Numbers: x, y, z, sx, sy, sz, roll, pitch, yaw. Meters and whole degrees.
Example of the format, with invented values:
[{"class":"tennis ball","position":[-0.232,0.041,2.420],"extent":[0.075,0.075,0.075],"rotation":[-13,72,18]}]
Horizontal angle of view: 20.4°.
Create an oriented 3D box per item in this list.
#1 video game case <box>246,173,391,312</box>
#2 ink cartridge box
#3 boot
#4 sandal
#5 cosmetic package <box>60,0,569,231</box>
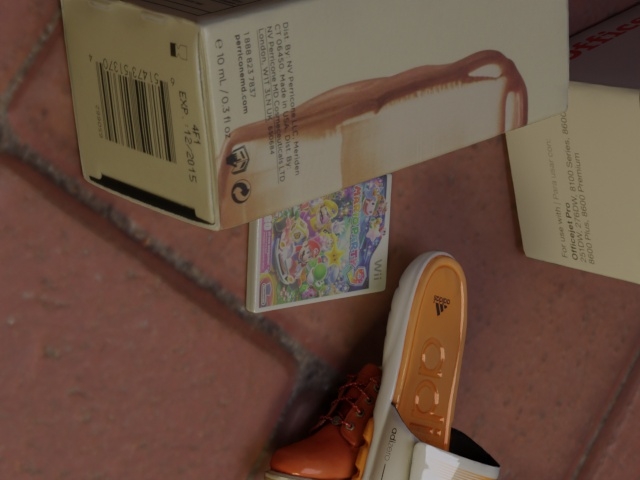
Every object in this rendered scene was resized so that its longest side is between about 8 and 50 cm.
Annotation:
[{"class":"video game case","position":[0.000,0.000,1.242],"extent":[0.122,0.011,0.087],"rotation":[-8,107,-40]},{"class":"ink cartridge box","position":[0.367,-0.075,1.288],"extent":[0.285,0.395,0.166],"rotation":[-26,115,-34]},{"class":"boot","position":[0.018,0.132,1.267],"extent":[0.158,0.059,0.085],"rotation":[-12,106,-47]},{"class":"sandal","position":[0.082,0.138,1.240],"extent":[0.102,0.076,0.265],"rotation":[13,82,-49]},{"class":"cosmetic package","position":[0.004,-0.117,1.122],"extent":[0.296,0.153,0.129],"rotation":[-20,115,-35]}]
